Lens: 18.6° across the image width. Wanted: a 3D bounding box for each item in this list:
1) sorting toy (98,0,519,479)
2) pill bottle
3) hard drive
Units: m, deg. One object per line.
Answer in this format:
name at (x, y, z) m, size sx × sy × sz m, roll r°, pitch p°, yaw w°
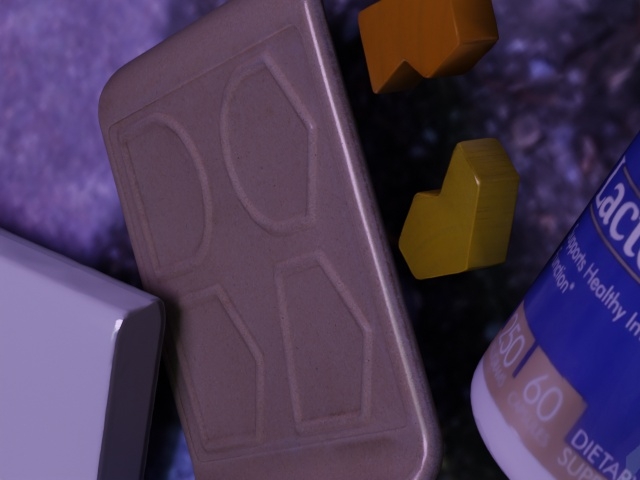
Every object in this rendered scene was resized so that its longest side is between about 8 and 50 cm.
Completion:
sorting toy at (0.000, 0.000, 0.825) m, size 0.307 × 0.041 × 0.229 m, roll -19°, pitch 81°, yaw 59°
pill bottle at (0.184, -0.004, 0.715) m, size 0.153 × 0.153 × 0.264 m, roll 41°, pitch 112°, yaw 22°
hard drive at (-0.220, 0.072, 1.002) m, size 0.308 × 0.040 × 0.203 m, roll 22°, pitch 114°, yaw 29°
